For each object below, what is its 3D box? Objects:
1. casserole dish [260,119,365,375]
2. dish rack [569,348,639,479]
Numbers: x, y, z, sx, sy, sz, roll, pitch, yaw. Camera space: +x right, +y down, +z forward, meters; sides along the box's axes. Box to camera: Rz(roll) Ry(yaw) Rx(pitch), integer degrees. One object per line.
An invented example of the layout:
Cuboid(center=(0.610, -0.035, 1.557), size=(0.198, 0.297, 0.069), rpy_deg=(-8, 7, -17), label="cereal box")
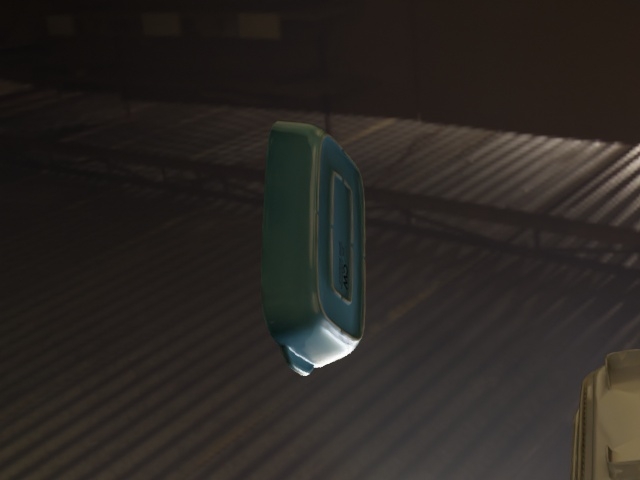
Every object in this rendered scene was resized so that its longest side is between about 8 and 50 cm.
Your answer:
Cuboid(center=(0.000, 0.000, 0.673), size=(0.037, 0.188, 0.114), rpy_deg=(-9, 154, 23), label="casserole dish")
Cuboid(center=(0.376, 0.154, 0.829), size=(0.333, 0.072, 0.285), rpy_deg=(-12, -164, 20), label="dish rack")
